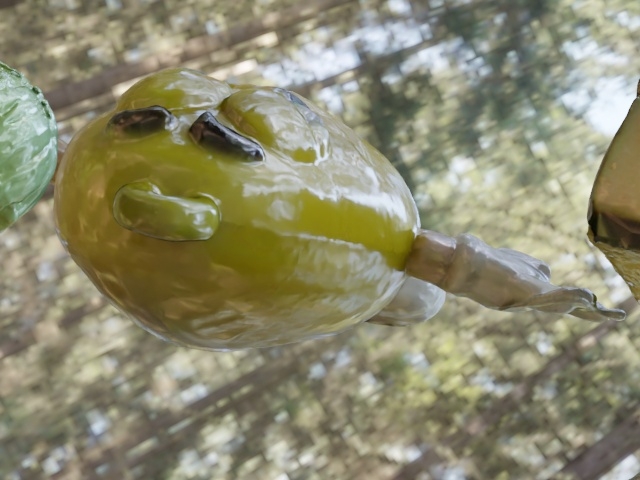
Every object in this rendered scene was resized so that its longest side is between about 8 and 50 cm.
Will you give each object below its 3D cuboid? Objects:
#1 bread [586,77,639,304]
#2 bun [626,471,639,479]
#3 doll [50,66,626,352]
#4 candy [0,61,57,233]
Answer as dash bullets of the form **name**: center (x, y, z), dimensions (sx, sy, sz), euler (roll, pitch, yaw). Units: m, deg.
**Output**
- **bread**: center (0.283, -0.013, 1.027), dimensions (0.163, 0.264, 0.167), euler (13, -107, 31)
- **bun**: center (0.160, 0.224, 0.798), dimensions (0.194, 0.354, 0.354), euler (38, -50, 7)
- **doll**: center (-0.018, -0.005, 1.112), dimensions (0.423, 0.348, 0.161), euler (-166, -90, -68)
- **candy**: center (-0.155, -0.047, 0.749), dimensions (0.335, 0.093, 0.092), euler (171, -96, -80)
